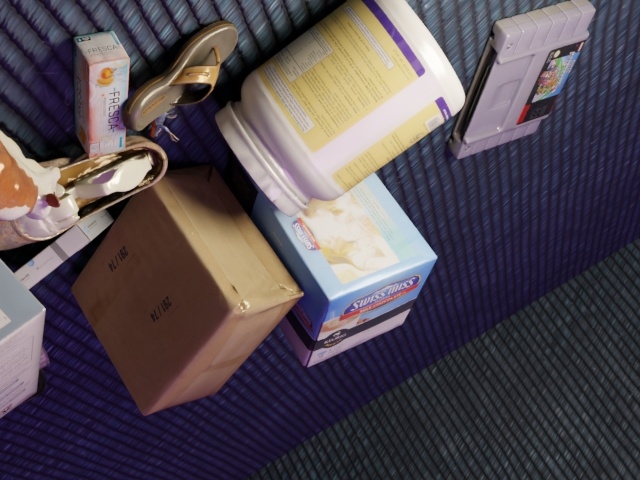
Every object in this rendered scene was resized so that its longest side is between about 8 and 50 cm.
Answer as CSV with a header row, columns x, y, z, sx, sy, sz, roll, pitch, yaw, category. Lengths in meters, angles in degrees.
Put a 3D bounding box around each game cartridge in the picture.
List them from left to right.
x,y,z,sx,sy,sz,roll,pitch,yaw,category
0.408,-0.322,1.736,0.230,0.068,0.355,-16,149,-19,game cartridge

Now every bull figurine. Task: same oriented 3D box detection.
x,y,z,sx,sy,sz,roll,pitch,yaw,category
-0.472,-0.097,1.060,0.310,0.188,0.101,-16,-169,-38,bull figurine

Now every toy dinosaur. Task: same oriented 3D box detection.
x,y,z,sx,sy,sz,roll,pitch,yaw,category
-0.250,-0.194,1.312,0.090,0.047,0.082,35,125,-25,toy dinosaur

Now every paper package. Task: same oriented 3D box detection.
x,y,z,sx,sy,sz,roll,pitch,yaw,category
-0.238,0.084,1.455,0.168,0.309,0.325,-9,146,-50,paper package

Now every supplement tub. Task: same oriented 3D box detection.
x,y,z,sx,sy,sz,roll,pitch,yaw,category
0.028,-0.213,1.323,0.331,0.241,0.241,-35,153,7,supplement tub

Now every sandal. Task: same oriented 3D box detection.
x,y,z,sx,sy,sz,roll,pitch,yaw,category
-0.191,-0.228,1.221,0.219,0.060,0.090,-46,165,-23,sandal

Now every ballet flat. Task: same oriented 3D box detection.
x,y,z,sx,sy,sz,roll,pitch,yaw,category
-0.359,-0.074,1.240,0.316,0.106,0.107,-34,122,-30,ballet flat

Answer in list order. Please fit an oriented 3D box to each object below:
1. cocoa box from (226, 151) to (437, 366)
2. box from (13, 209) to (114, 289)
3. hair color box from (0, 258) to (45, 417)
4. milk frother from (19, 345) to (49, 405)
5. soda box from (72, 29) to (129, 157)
x,y,z,sx,sy,sz,roll,pitch,yaw,category
0.000,0.000,1.529,0.231,0.347,0.228,-20,151,-27,cocoa box
-0.433,0.024,1.379,0.186,0.038,0.145,-37,-170,10,box
-0.525,0.188,1.267,0.185,0.113,0.374,-40,171,-32,hair color box
-0.600,0.240,1.603,0.135,0.143,0.129,-28,124,-32,milk frother
-0.308,-0.201,1.188,0.058,0.063,0.183,-19,151,-28,soda box
